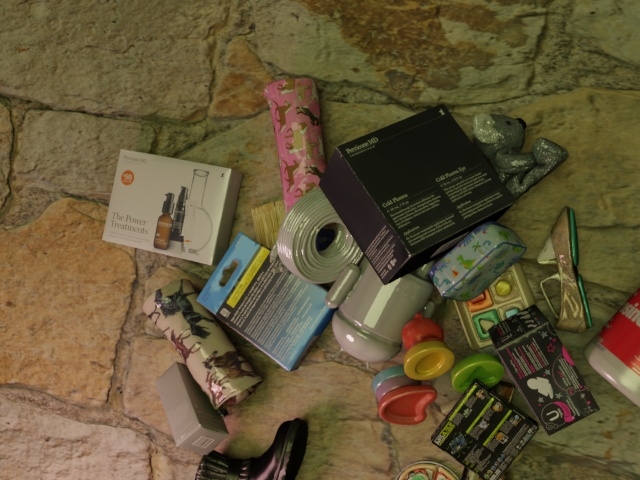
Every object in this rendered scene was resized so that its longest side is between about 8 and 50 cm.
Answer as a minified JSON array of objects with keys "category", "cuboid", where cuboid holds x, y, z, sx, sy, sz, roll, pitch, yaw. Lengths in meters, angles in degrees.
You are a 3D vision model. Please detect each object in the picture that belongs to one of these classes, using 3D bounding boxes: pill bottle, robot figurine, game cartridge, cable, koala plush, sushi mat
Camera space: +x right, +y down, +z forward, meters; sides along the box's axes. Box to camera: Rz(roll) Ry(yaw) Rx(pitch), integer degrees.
[{"category":"pill bottle","cuboid":[0.818,0.186,1.572,0.229,0.229,0.408,42,99,15]},{"category":"robot figurine","cuboid":[0.159,0.166,1.791,0.299,0.200,0.354,25,96,-18]},{"category":"game cartridge","cuboid":[0.430,0.270,1.800,0.083,0.017,0.056,43,103,14]},{"category":"cable","cuboid":[0.011,-0.013,1.791,0.089,0.257,0.257,38,118,51]},{"category":"koala plush","cuboid":[0.467,-0.226,1.726,0.203,0.196,0.221,-43,80,21]},{"category":"sushi mat","cuboid":[-0.101,0.042,1.972,0.151,0.019,0.317,-12,84,16]}]

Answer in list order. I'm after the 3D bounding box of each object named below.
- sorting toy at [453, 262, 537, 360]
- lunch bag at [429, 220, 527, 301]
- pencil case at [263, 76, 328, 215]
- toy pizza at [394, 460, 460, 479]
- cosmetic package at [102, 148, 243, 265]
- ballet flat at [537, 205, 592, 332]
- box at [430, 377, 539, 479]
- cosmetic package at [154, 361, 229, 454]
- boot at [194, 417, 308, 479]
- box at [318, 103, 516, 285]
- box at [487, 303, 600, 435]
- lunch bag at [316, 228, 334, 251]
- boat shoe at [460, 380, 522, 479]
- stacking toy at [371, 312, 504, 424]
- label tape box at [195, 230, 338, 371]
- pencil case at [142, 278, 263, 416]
[{"category":"sorting toy","cuboid":[0.449,0.168,1.771,0.196,0.047,0.348,-21,79,11]},{"category":"lunch bag","cuboid":[0.385,0.055,1.685,0.219,0.176,0.090,-48,55,26]},{"category":"pencil case","cuboid":[-0.054,-0.249,1.894,0.160,0.167,0.386,-14,83,38]},{"category":"toy pizza","cuboid":[0.284,0.684,1.816,0.201,0.032,0.201,-1,87,17]},{"category":"cosmetic package","cuboid":[-0.440,-0.100,2.047,0.377,0.097,0.285,11,88,17]},{"category":"ballet flat","cuboid":[0.596,0.075,1.714,0.106,0.107,0.316,-9,83,24]},{"category":"box","cuboid":[0.393,0.461,1.660,0.184,0.045,0.191,35,102,9]},{"category":"cosmetic package","cuboid":[-0.361,0.466,1.930,0.107,0.127,0.238,-42,49,12]},{"category":"boot","cuboid":[-0.201,0.619,1.918,0.260,0.131,0.348,21,94,17]},{"category":"box","cuboid":[0.230,-0.117,1.678,0.343,0.179,0.313,-25,73,-26]},{"category":"box","cuboid":[0.528,0.307,1.660,0.142,0.163,0.247,-30,96,10]},{"category":"lunch bag","cuboid":[0.000,0.000,1.905,0.065,0.098,0.067,1,90,35]},{"category":"boat shoe","cuboid":[0.445,0.516,1.739,0.119,0.122,0.324,15,99,10]},{"category":"stacking toy","cuboid":[0.284,0.324,1.733,0.130,0.279,0.309,-104,30,-45]},{"category":"label tape box","cuboid":[-0.138,0.164,1.911,0.333,0.106,0.241,35,96,14]},{"category":"pencil case","cuboid":[-0.335,0.290,1.952,0.160,0.183,0.410,-34,72,-20]}]
